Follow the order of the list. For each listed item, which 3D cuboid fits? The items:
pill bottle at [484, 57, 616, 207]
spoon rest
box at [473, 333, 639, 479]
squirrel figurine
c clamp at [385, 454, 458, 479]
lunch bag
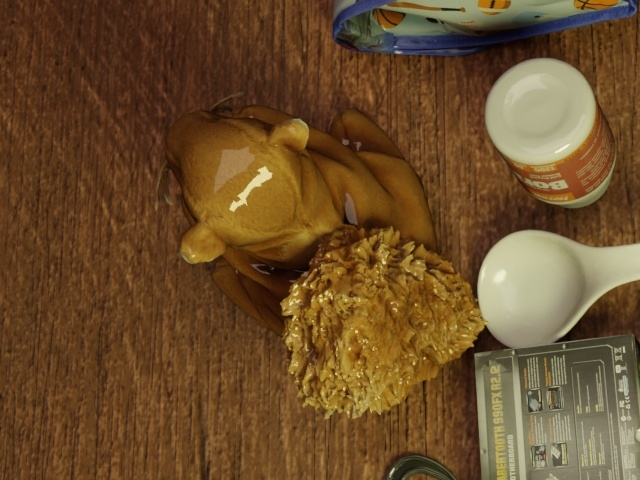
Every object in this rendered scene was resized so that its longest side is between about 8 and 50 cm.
[{"bbox_3d":[0.264,-0.110,1.762,0.121,0.216,0.121,-6,71,19],"label":"pill bottle"},{"bbox_3d":[0.289,0.040,1.746,0.276,0.084,0.137,-16,77,34],"label":"spoon rest"},{"bbox_3d":[0.267,0.227,1.716,0.183,0.056,0.231,-9,68,19],"label":"box"},{"bbox_3d":[0.000,0.000,1.736,0.281,0.370,0.397,-43,65,2],"label":"squirrel figurine"},{"bbox_3d":[0.120,0.328,1.788,0.137,0.022,0.161,9,78,27],"label":"c clamp"},{"bbox_3d":[0.180,-0.405,1.870,0.385,0.239,0.328,-8,71,41],"label":"lunch bag"}]
